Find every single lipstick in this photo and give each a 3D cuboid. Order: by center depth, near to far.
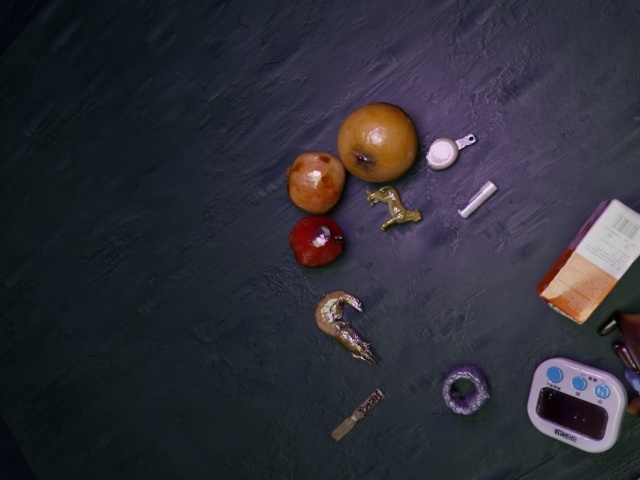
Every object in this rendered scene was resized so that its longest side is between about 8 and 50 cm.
[{"bbox_3d":[0.499,-0.129,1.858,0.141,0.040,0.040,-45,78,15],"label":"lipstick"}]

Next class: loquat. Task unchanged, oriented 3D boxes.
[{"bbox_3d":[0.180,-0.307,1.855,0.263,0.263,0.263,0,91,19],"label":"loquat"}]

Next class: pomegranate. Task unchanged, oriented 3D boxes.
[{"bbox_3d":[-0.021,-0.199,1.944,0.215,0.215,0.215,0,91,19],"label":"pomegranate"}]

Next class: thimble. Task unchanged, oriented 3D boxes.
[{"bbox_3d":[0.461,0.475,1.853,0.150,0.098,0.150,0,91,20],"label":"thimble"}]

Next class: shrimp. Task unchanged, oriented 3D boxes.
[{"bbox_3d":[0.112,0.292,1.995,0.296,0.058,0.169,38,100,18],"label":"shrimp"}]

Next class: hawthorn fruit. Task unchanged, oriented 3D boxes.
[{"bbox_3d":[0.000,0.000,1.945,0.202,0.185,0.185,-13,86,48],"label":"hawthorn fruit"}]

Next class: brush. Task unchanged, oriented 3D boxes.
[{"bbox_3d":[0.124,0.603,2.003,0.248,0.036,0.043,-47,73,14],"label":"brush"}]

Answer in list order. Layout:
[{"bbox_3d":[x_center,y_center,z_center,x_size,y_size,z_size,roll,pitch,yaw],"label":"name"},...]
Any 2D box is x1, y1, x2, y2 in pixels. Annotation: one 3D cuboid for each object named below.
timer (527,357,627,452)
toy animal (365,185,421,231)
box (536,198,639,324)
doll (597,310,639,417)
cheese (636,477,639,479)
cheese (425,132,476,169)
[{"bbox_3d":[0.757,0.482,1.728,0.262,0.087,0.237,16,99,40],"label":"timer"},{"bbox_3d":[0.239,-0.120,1.940,0.136,0.073,0.181,-27,70,9],"label":"toy animal"},{"bbox_3d":[0.777,0.060,1.669,0.143,0.225,0.341,38,102,13],"label":"box"},{"bbox_3d":[0.975,0.352,1.640,0.318,0.209,0.340,-20,81,51],"label":"doll"},{"bbox_3d":[1.008,0.801,1.658,0.266,0.127,0.233,-6,92,21],"label":"cheese"},{"bbox_3d":[0.414,-0.298,1.880,0.171,0.047,0.092,-45,80,15],"label":"cheese"}]
